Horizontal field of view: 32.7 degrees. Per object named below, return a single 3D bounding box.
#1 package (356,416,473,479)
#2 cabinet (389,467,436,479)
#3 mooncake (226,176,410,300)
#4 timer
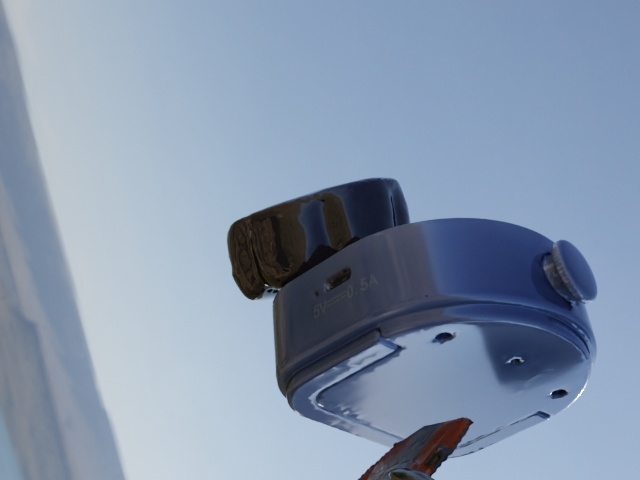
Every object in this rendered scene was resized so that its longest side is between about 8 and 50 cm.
[{"bbox_3d":[0.059,0.179,0.843,0.022,0.083,0.200,41,-19,1],"label":"package"},{"bbox_3d":[0.088,0.366,0.668,0.227,0.318,0.290,25,-19,36],"label":"cabinet"},{"bbox_3d":[0.000,0.000,1.428,0.245,0.245,0.133,146,-67,-75],"label":"mooncake"},{"bbox_3d":[0.162,0.107,1.342,0.395,0.395,0.173,95,-9,-53],"label":"timer"}]
